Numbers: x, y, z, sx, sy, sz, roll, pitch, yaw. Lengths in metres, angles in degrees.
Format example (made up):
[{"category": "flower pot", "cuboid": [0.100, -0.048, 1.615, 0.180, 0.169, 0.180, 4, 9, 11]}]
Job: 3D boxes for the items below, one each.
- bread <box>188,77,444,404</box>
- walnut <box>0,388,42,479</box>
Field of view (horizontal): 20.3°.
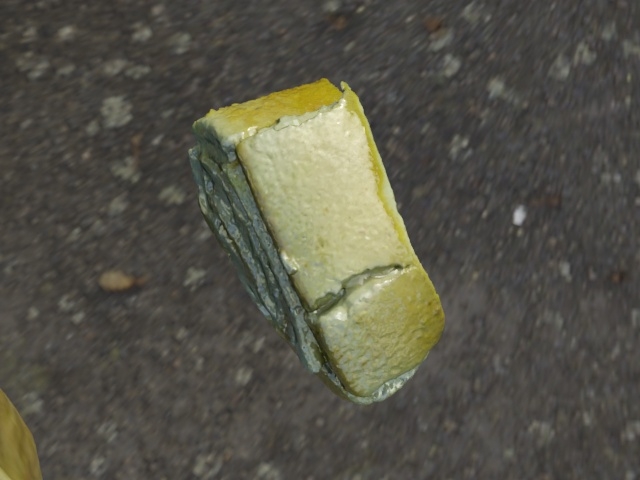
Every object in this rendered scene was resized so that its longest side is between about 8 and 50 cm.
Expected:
[{"category": "bread", "cuboid": [0.000, 0.000, 1.370, 0.124, 0.186, 0.257, -25, 81, -13]}, {"category": "walnut", "cuboid": [-0.245, 0.146, 0.744, 0.283, 0.227, 0.283, -7, 143, -5]}]
